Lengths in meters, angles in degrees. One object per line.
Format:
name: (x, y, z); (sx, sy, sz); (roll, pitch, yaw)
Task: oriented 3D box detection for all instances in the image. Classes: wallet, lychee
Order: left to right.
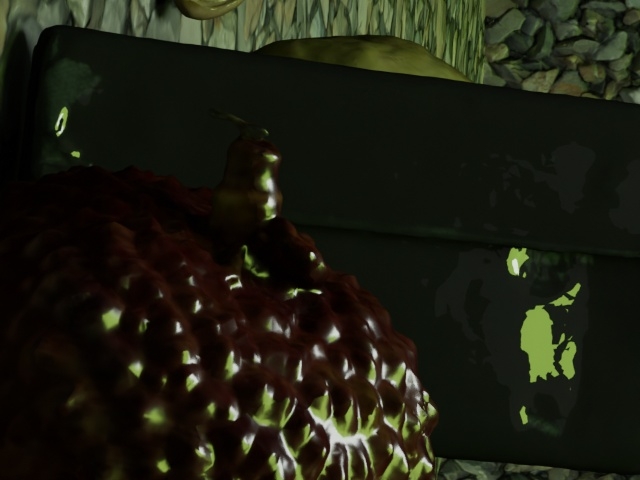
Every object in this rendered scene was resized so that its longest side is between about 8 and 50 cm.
lychee: (-0.075, 0.084, 0.855); (0.264, 0.264, 0.300); (-59, 170, -66)
wallet: (0.027, 0.014, 1.048); (0.062, 0.406, 0.228); (-157, -106, -70)

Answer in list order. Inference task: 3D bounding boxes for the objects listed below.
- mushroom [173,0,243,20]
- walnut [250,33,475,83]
mushroom: (-0.073, -0.224, 1.176); (0.212, 0.088, 0.097); (81, -15, -72)
walnut: (-0.001, 0.002, 1.224); (0.277, 0.253, 0.282); (-36, 128, -80)
